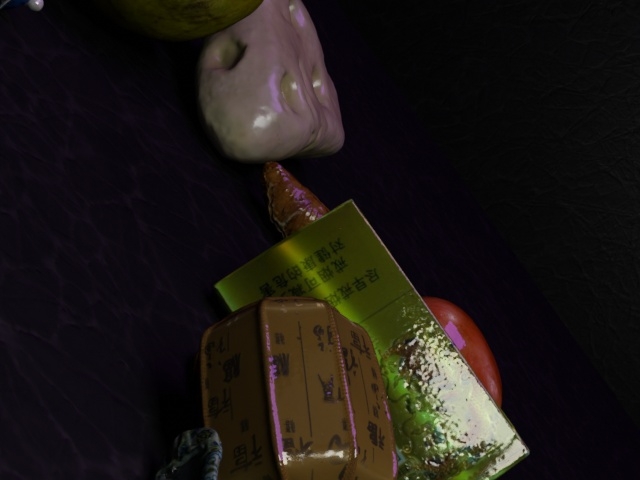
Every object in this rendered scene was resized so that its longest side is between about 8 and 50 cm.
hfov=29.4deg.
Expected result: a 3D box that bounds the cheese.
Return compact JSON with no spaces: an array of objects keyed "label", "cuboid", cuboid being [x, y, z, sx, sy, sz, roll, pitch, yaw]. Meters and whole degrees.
[{"label":"cheese","cuboid":[-0.053,-0.185,1.680,0.328,0.129,0.351,56,23,-48]}]

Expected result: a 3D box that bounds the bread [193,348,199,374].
[{"label":"bread","cuboid":[-0.076,0.140,1.089,0.110,0.024,0.110,47,17,-19]}]

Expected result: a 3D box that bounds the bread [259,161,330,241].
[{"label":"bread","cuboid":[0.000,0.000,1.531,0.233,0.076,0.105,41,6,-16]}]

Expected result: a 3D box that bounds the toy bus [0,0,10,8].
[{"label":"toy bus","cuboid":[-0.346,-0.269,0.984,0.234,0.116,0.133,52,14,-15]}]

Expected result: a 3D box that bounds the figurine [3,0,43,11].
[{"label":"figurine","cuboid":[-0.353,-0.338,1.184,0.262,0.121,0.164,60,-23,-5]}]

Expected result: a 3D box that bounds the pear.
[{"label":"pear","cuboid":[-0.191,-0.379,1.448,0.287,0.287,0.375,55,21,5]}]

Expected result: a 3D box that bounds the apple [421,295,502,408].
[{"label":"apple","cuboid":[0.108,0.162,1.325,0.199,0.199,0.199,48,16,-18]}]

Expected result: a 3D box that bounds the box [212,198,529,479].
[{"label":"box","cuboid":[0.047,0.130,1.205,0.311,0.173,0.043,55,-13,10]}]

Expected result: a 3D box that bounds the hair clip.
[{"label":"hair clip","cuboid":[-0.104,0.201,0.813,0.036,0.066,0.229,56,20,-17]}]

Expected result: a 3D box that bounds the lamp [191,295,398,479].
[{"label":"lamp","cuboid":[-0.023,0.146,0.966,0.161,0.161,0.185,36,34,-48]}]
